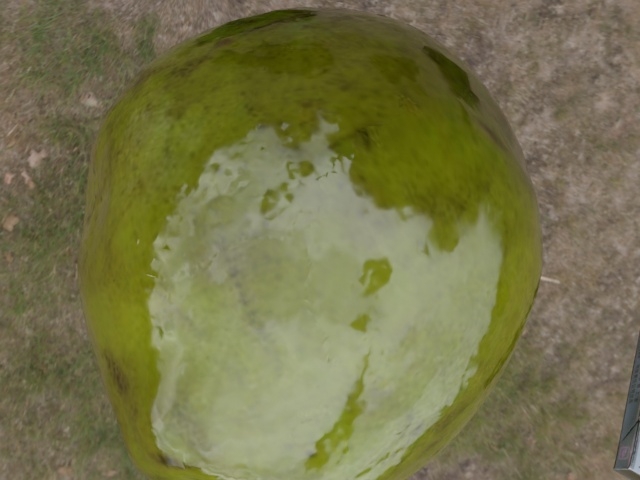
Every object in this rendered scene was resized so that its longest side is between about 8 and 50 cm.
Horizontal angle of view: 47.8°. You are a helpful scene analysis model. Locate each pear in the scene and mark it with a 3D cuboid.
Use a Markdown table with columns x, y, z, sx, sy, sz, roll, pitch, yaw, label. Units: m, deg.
| x | y | z | sx | sy | sz | roll | pitch | yaw | label |
| --- | --- | --- | --- | --- | --- | --- | --- | --- | --- |
| 0.000 | 0.000 | 0.555 | 0.351 | 0.413 | 0.352 | 11 | 147 | 7 | pear |

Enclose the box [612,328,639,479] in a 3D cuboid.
| x | y | z | sx | sy | sz | roll | pitch | yaw | label |
| --- | --- | --- | --- | --- | --- | --- | --- | --- | --- |
| 0.594 | 0.267 | 1.194 | 0.180 | 0.047 | 0.325 | 31 | 60 | -10 | box |
